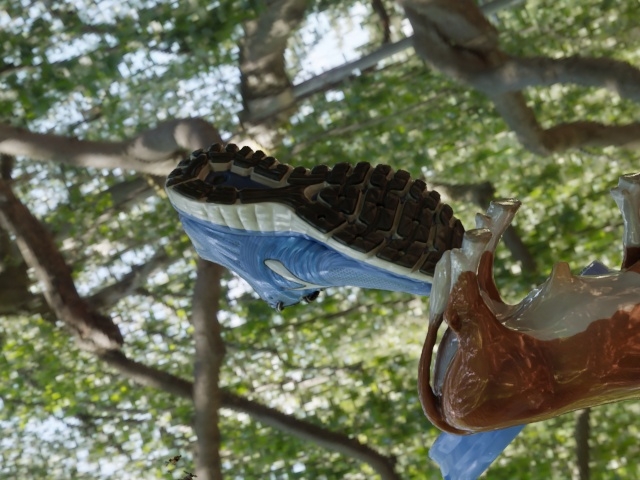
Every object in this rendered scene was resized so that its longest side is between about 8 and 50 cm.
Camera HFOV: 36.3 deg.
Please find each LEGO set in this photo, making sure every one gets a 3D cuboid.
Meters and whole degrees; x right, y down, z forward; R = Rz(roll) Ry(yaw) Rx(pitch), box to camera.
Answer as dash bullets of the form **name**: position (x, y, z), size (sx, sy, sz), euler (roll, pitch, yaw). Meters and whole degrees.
- **LEGO set**: position (-0.229, 0.395, 1.606), size (0.054, 0.023, 0.083), euler (-42, -67, -26)

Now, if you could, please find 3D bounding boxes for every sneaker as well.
- **sneaker**: position (0.000, 0.000, 1.022), size (0.130, 0.330, 0.147), euler (-55, -29, -39)

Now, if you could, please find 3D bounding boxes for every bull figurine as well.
- **bull figurine**: position (0.219, 0.053, 0.730), size (0.101, 0.310, 0.188), euler (-141, 40, -68)

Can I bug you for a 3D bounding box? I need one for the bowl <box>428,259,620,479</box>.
- **bowl**: position (0.295, 0.186, 1.372), size (0.077, 0.391, 0.391), euler (41, -163, 14)
